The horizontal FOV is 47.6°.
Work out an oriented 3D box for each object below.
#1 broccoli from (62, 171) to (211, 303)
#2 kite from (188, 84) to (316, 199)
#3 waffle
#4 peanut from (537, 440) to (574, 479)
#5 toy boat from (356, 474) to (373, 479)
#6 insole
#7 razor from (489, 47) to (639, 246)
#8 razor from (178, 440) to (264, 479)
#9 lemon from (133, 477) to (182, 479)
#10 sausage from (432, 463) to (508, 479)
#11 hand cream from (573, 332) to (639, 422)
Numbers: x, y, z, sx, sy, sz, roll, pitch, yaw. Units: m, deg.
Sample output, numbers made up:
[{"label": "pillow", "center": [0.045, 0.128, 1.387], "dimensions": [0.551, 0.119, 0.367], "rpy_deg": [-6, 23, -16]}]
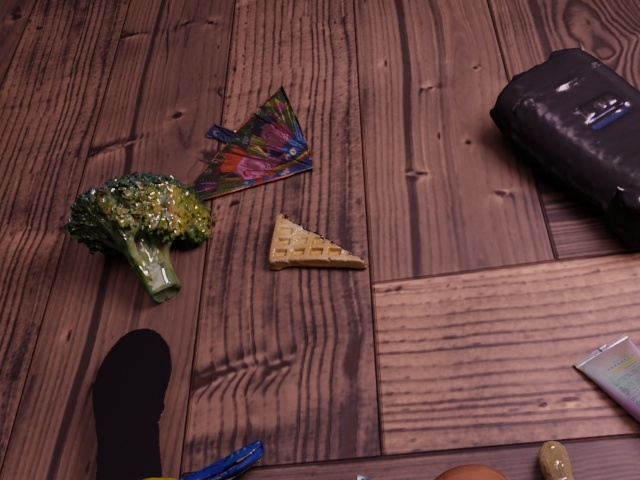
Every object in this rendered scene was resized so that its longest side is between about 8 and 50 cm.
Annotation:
[{"label": "broccoli", "center": [-0.257, -0.001, 1.076], "dimensions": [0.219, 0.194, 0.194], "rpy_deg": [-17, 46, -30]}, {"label": "kite", "center": [-0.105, -0.146, 1.216], "dimensions": [0.234, 0.016, 0.321], "rpy_deg": [22, 61, 27]}, {"label": "waffle", "center": [0.000, 0.000, 1.062], "dimensions": [0.152, 0.023, 0.097], "rpy_deg": [0, 53, 17]}, {"label": "peanut", "center": [0.258, 0.255, 0.781], "dimensions": [0.037, 0.037, 0.083], "rpy_deg": [-17, 46, 1]}, {"label": "toy boat", "center": [0.050, 0.319, 0.769], "dimensions": [0.060, 0.060, 0.137], "rpy_deg": [10, 56, -5]}, {"label": "insole", "center": [-0.238, 0.221, 0.916], "dimensions": [0.109, 0.007, 0.322], "rpy_deg": [-16, 37, -3]}, {"label": "razor", "center": [0.398, -0.137, 1.008], "dimensions": [0.189, 0.107, 0.327], "rpy_deg": [-29, 52, -9]}, {"label": "razor", "center": [-0.215, 0.314, 0.856], "dimensions": [0.324, 0.093, 0.056], "rpy_deg": [-19, 91, -5]}, {"label": "lemon", "center": [-0.162, 0.372, 0.652], "dimensions": [0.268, 0.268, 0.322], "rpy_deg": [-4, 48, 12]}, {"label": "sausage", "center": [0.111, 0.289, 0.644], "dimensions": [0.121, 0.304, 0.121], "rpy_deg": [1, 93, 29]}, {"label": "hand cream", "center": [0.371, 0.177, 0.813], "dimensions": [0.076, 0.047, 0.174], "rpy_deg": [-29, 42, -8]}]
